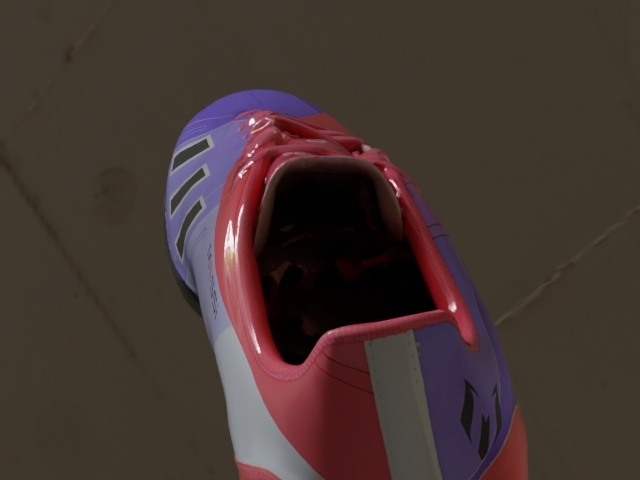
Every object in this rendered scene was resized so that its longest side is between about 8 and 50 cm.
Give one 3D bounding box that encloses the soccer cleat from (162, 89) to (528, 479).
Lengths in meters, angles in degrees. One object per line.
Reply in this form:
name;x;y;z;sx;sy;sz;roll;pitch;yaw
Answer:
soccer cleat;0.000;0.000;0.500;0.108;0.318;0.116;-10;-59;-6
